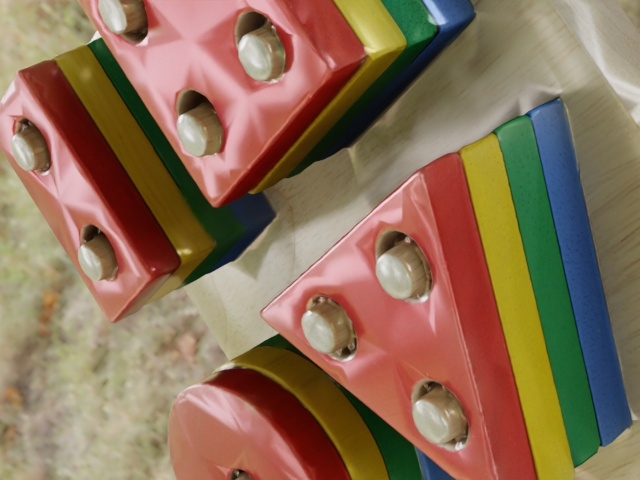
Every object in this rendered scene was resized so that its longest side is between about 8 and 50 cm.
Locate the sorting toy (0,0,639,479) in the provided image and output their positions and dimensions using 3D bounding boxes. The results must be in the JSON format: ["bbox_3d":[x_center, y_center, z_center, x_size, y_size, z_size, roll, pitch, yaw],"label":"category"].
[{"bbox_3d":[0.000,0.000,0.560,0.089,0.255,0.257,-27,-9,-35],"label":"sorting toy"}]
